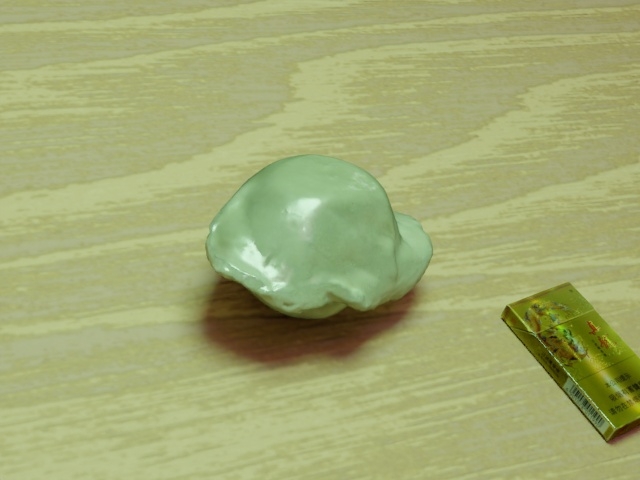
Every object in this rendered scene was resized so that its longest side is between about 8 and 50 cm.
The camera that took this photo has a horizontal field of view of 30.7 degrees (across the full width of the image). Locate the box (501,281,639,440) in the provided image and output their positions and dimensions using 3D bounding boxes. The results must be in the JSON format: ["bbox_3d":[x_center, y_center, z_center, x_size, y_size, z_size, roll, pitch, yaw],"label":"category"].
[{"bbox_3d":[0.248,0.108,1.083,0.089,0.022,0.156,-14,53,-33],"label":"box"}]

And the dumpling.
[{"bbox_3d":[0.000,0.000,1.021,0.162,0.132,0.250,31,28,23],"label":"dumpling"}]
